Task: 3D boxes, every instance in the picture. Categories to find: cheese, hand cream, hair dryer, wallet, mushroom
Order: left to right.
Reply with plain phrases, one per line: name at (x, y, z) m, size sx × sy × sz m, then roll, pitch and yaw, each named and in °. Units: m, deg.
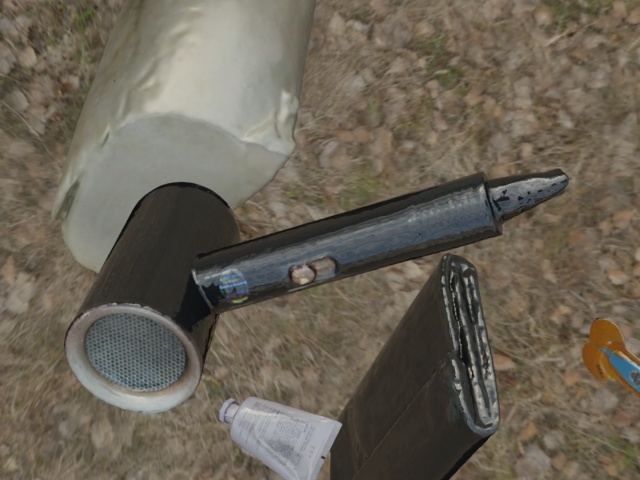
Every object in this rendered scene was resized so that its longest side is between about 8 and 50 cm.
mushroom at (-0.076, -0.168, 0.743) m, size 0.137 × 0.154 × 0.407 m, roll 30°, pitch 56°, yaw -27°
hand cream at (-0.051, 0.216, 1.095) m, size 0.142 × 0.053 × 0.084 m, roll 20°, pitch 79°, yaw 27°
hair dryer at (0.000, 0.000, 0.505) m, size 0.255 × 0.128 × 0.070 m, roll -16°, pitch 120°, yaw 15°
wallet at (0.096, 0.219, 1.174) m, size 0.062 × 0.406 × 0.228 m, roll 10°, pitch 49°, yaw -13°
cheese at (0.172, 0.081, 0.480) m, size 0.017 × 0.111 × 0.047 m, roll -21°, pitch 138°, yaw -34°
